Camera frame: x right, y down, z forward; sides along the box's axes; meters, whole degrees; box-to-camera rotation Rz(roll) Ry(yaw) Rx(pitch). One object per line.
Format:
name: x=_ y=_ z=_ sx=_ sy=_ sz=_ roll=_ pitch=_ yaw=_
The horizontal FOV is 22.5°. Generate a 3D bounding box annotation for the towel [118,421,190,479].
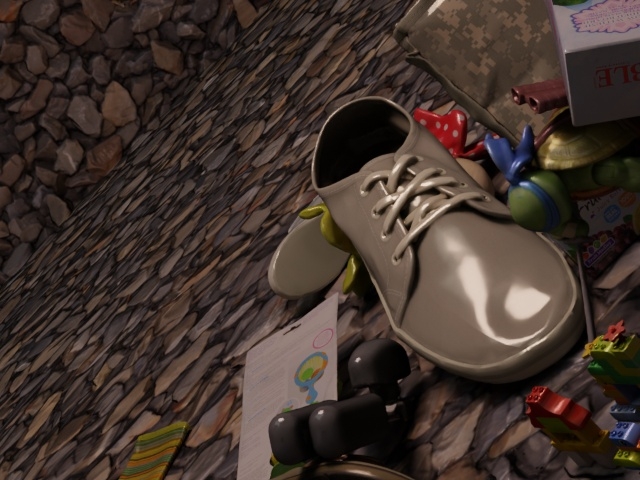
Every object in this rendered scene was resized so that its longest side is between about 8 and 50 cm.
towel: x=-0.235 y=0.315 z=1.922 sx=0.102 sy=0.021 sz=0.237 roll=-29 pitch=24 yaw=45

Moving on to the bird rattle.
bird rattle: x=0.120 y=-0.031 z=1.800 sx=0.253 sy=0.143 sz=0.207 roll=-35 pitch=28 yaw=-8

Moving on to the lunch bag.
lunch bag: x=0.242 y=-0.228 z=1.647 sx=0.287 sy=0.235 sz=0.169 roll=-47 pitch=-4 yaw=-8

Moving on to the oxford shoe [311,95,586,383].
oxford shoe: x=0.104 y=-0.011 z=1.566 sx=0.169 sy=0.130 sz=0.449 roll=-34 pitch=36 yaw=-2

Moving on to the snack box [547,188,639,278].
snack box: x=0.263 y=-0.050 z=1.468 sx=0.141 sy=0.100 sz=0.037 roll=-45 pitch=18 yaw=3

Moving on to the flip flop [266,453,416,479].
flip flop: x=0.026 y=0.230 z=1.410 sx=0.080 sy=0.112 sz=0.277 roll=-38 pitch=7 yaw=-28

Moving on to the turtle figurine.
turtle figurine: x=0.279 y=-0.050 z=1.332 sx=0.266 sy=0.274 sz=0.198 roll=-48 pitch=-7 yaw=-25

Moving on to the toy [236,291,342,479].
toy: x=-0.021 y=0.173 z=1.696 sx=0.137 sy=0.056 sz=0.237 roll=-34 pitch=26 yaw=23

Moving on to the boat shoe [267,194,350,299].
boat shoe: x=0.000 y=-0.001 z=2.021 sx=0.227 sy=0.079 sz=0.081 roll=-52 pitch=9 yaw=-34

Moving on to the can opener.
can opener: x=0.020 y=0.149 z=1.460 sx=0.074 sy=0.093 sz=0.280 roll=-14 pitch=0 yaw=17

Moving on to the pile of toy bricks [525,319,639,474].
pile of toy bricks: x=0.238 y=0.102 z=1.180 sx=0.118 sy=0.105 sz=0.212 roll=-53 pitch=19 yaw=-22

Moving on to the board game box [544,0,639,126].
board game box: x=0.338 y=-0.206 z=1.276 sx=0.318 sy=0.066 sz=0.318 roll=-10 pitch=27 yaw=7
